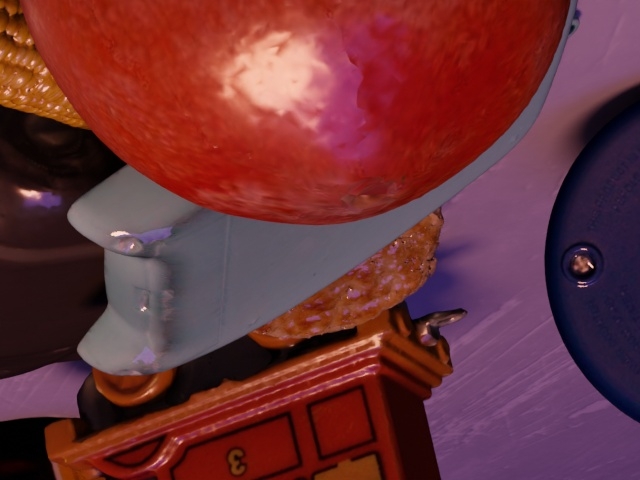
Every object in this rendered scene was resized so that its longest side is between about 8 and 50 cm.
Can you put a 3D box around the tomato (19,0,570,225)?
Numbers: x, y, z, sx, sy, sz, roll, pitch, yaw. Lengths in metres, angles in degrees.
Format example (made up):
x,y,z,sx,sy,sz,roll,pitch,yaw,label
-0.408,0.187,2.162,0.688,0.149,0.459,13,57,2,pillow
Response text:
x,y,z,sx,sy,sz,roll,pitch,yaw,label
-0.008,-0.130,0.882,0.265,0.264,0.265,-12,159,-5,tomato

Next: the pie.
x,y,z,sx,sy,sz,roll,pitch,yaw,label
0.000,0.000,1.445,0.194,0.079,0.163,-20,145,11,pie

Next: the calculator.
x,y,z,sx,sy,sz,roll,pitch,yaw,label
0.018,-0.051,1.206,0.386,0.054,0.256,-33,158,-21,calculator

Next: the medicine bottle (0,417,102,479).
x,y,z,sx,sy,sz,roll,pitch,yaw,label
-0.266,0.384,1.815,0.243,0.395,0.242,-14,163,-4,medicine bottle

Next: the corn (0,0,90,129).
x,y,z,sx,sy,sz,roll,pitch,yaw,label
-0.165,-0.112,1.057,0.080,0.080,0.238,-27,156,30,corn

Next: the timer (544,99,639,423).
x,y,z,sx,sy,sz,roll,pitch,yaw,label
0.331,0.022,1.538,0.270,0.270,0.383,-18,174,11,timer

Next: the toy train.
x,y,z,sx,sy,sz,roll,pitch,yaw,label
-0.038,0.154,1.592,0.369,0.231,0.163,-22,154,17,toy train

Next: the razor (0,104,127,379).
x,y,z,sx,sy,sz,roll,pitch,yaw,label
-0.193,0.009,1.293,0.204,0.113,0.349,-5,157,-30,razor
